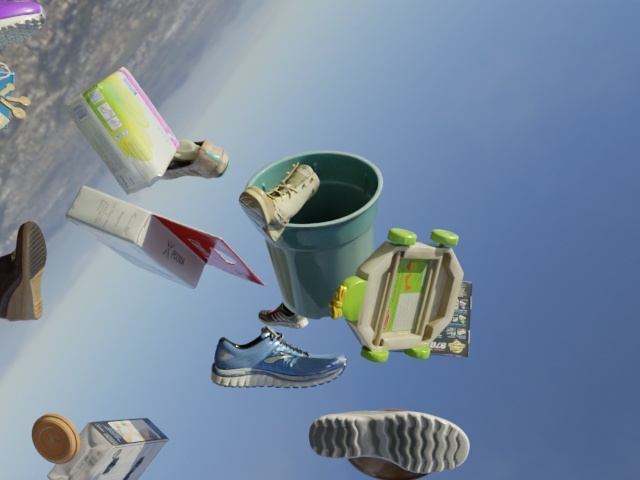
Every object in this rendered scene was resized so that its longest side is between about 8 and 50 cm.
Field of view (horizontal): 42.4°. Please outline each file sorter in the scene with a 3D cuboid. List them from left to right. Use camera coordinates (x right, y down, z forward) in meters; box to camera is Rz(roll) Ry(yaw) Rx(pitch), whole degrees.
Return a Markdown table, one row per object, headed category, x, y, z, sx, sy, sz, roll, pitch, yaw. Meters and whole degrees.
| category | x | y | z | sx | sy | sz | roll | pitch | yaw |
| --- | --- | --- | --- | --- | --- | --- | --- | --- | --- |
| file sorter | -0.949 | -0.415 | 2.333 | 0.104 | 0.118 | 0.170 | 42 | -56 | 40 |

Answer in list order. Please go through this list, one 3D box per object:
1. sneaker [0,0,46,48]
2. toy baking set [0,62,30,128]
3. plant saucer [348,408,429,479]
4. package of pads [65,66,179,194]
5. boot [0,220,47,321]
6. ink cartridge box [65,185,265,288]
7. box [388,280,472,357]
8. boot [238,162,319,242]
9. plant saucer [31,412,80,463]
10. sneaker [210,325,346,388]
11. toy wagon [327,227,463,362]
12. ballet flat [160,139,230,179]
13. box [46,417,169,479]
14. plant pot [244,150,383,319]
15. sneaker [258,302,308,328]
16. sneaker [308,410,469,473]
| category | x | y | z | sx | sy | sz | roll | pitch | yaw |
| --- | --- | --- | --- | --- | --- | --- | --- | --- | --- |
| sneaker | -0.621 | -0.394 | 1.385 | 0.294 | 0.146 | 0.102 | -14 | 180 | -14 |
| toy baking set | -0.886 | -0.399 | 2.186 | 0.030 | 0.256 | 0.197 | -36 | 173 | 39 |
| plant saucer | 0.142 | 0.388 | 1.597 | 0.198 | 0.199 | 0.036 | -46 | -161 | 30 |
| package of pads | -0.412 | -0.235 | 1.762 | 0.101 | 0.229 | 0.296 | -30 | -163 | 8 |
| boot | -0.738 | 0.065 | 1.886 | 0.090 | 0.207 | 0.248 | -55 | 153 | -71 |
| ink cartridge box | -0.234 | 0.020 | 1.306 | 0.060 | 0.239 | 0.275 | -65 | 164 | -12 |
| box | 0.233 | 0.172 | 1.886 | 0.051 | 0.220 | 0.175 | 145 | -50 | -78 |
| boot | -0.081 | -0.099 | 1.718 | 0.165 | 0.077 | 0.213 | -48 | 160 | -11 |
| plant saucer | -0.413 | 0.310 | 1.283 | 0.083 | 0.083 | 0.013 | -48 | 177 | 21 |
| sneaker | -0.097 | 0.280 | 2.000 | 0.130 | 0.330 | 0.147 | 160 | -69 | -78 |
| toy wagon | 0.144 | 0.107 | 1.631 | 0.068 | 0.345 | 0.267 | 27 | -70 | 49 |
| ballet flat | -0.351 | -0.213 | 2.046 | 0.316 | 0.106 | 0.107 | 2 | -115 | 45 |
| box | -0.504 | 0.522 | 1.993 | 0.169 | 0.087 | 0.290 | -52 | 161 | 2 |
| plant pot | 0.000 | 0.000 | 2.107 | 0.341 | 0.341 | 0.334 | -69 | 157 | -51 |
| sneaker | -0.111 | 0.207 | 2.389 | 0.170 | 0.074 | 0.063 | 5 | -160 | 38 |
| sneaker | 0.126 | 0.342 | 1.484 | 0.115 | 0.281 | 0.105 | -13 | 109 | -79 |
